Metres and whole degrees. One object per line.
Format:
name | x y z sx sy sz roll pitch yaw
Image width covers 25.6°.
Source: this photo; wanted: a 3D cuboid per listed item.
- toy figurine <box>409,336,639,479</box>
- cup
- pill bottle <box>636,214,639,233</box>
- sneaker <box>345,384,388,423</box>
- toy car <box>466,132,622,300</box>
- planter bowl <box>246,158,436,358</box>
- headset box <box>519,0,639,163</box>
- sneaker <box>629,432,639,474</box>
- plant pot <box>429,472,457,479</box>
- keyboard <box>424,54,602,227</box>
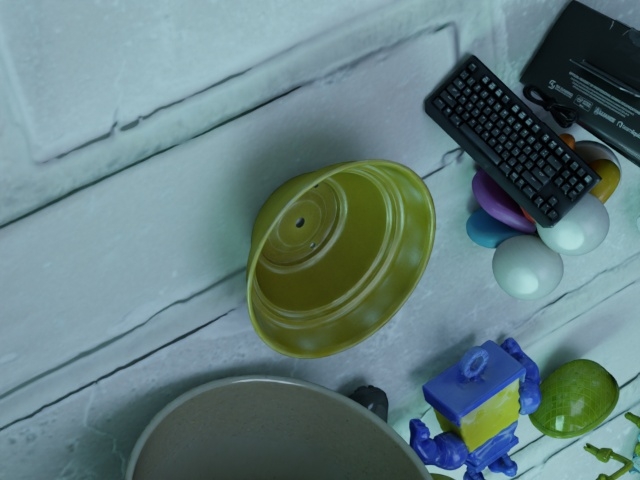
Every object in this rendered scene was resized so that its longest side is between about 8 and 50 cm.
toy figurine | 0.224 0.200 1.622 0.362 0.191 0.217 -31 128 -20
cup | -0.063 0.336 1.422 0.331 0.331 0.237 -11 145 -33
pill bottle | 0.500 -0.071 1.682 0.245 0.136 0.136 -42 136 -8
sneaker | 0.043 0.277 1.578 0.078 0.106 0.234 1 117 -40
toy car | 0.227 -0.039 1.496 0.136 0.159 0.182 36 126 -5
planter bowl | 0.000 0.000 1.369 0.217 0.090 0.217 -20 130 -27
headset box | 0.365 -0.127 1.480 0.293 0.218 0.110 25 101 -46
sneaker | 0.488 0.285 1.936 0.122 0.110 0.283 -27 132 -17
plant pot | 0.123 0.323 1.502 0.134 0.095 0.134 0 91 -7
keyboard | 0.202 -0.109 1.408 0.108 0.180 0.023 -44 172 -4
